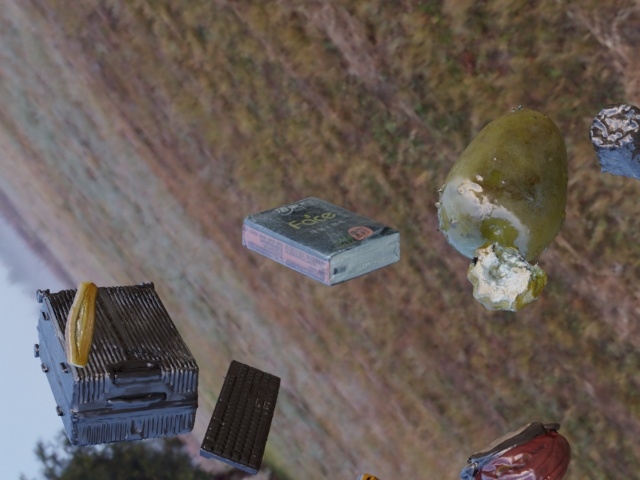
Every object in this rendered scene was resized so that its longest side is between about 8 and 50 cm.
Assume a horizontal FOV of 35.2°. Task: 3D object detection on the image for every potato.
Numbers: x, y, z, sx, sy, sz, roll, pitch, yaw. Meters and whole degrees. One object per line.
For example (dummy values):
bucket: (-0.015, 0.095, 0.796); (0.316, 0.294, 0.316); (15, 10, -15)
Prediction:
potato: (0.413, -0.113, 2.160); (0.269, 0.359, 0.219); (34, 159, -2)

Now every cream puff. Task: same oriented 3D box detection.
cream puff: (0.362, 0.076, 1.957); (0.156, 0.121, 0.156); (23, -167, -6)

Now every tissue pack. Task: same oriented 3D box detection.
tissue pack: (0.000, 0.000, 2.345); (0.315, 0.228, 0.103); (23, 121, 45)

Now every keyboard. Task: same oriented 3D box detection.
keyboard: (-0.124, 0.271, 1.595); (0.100, 0.018, 0.310); (21, -162, -2)

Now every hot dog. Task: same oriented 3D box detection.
hot dog: (-0.369, 0.127, 1.549); (0.044, 0.137, 0.028); (19, 154, -38)

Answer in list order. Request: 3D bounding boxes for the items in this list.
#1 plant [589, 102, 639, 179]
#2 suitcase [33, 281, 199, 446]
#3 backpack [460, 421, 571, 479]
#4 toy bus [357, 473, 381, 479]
plant: (0.641, -0.195, 2.080); (0.132, 0.129, 0.194); (18, 172, 41)
suitcase: (-0.364, 0.212, 1.783); (0.335, 0.229, 0.152); (-133, 46, -54)
backpack: (0.392, 0.450, 1.965); (0.139, 0.229, 0.229); (59, 172, 0)
toy bus: (0.088, 0.407, 1.428); (0.088, 0.083, 0.194); (12, 148, 19)
